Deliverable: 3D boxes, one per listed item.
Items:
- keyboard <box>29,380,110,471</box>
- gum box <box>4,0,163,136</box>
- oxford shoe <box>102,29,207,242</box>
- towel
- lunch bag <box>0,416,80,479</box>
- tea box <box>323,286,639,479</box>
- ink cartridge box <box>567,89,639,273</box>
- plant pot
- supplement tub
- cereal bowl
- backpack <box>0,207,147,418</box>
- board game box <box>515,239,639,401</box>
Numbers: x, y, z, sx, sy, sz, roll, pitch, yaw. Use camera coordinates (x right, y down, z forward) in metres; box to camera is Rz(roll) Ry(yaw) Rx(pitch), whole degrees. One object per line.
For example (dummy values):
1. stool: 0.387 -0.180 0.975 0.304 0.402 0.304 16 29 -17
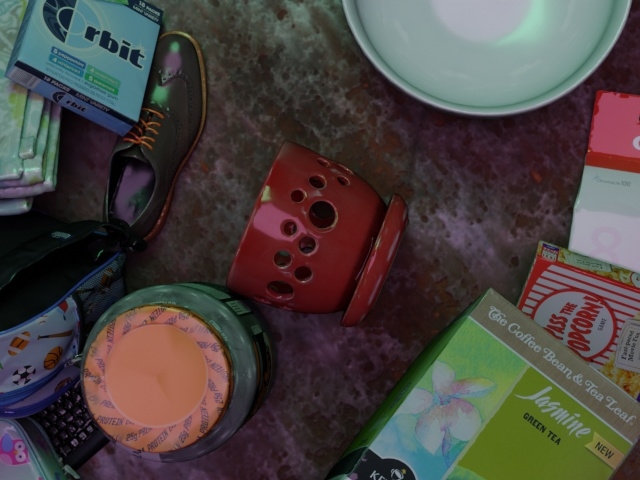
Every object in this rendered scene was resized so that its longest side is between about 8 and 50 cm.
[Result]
1. keyboard: -0.352 0.298 1.679 0.317 0.033 0.201 -41 87 3
2. gum box: -0.275 -0.234 1.597 0.157 0.041 0.184 27 50 -26
3. oxford shoe: -0.201 -0.126 1.643 0.097 0.098 0.271 12 90 4
4. towel: -0.486 -0.173 1.612 0.375 0.090 0.320 -1 57 3
5. lunch bag: -0.420 0.339 1.614 0.279 0.108 0.224 -30 77 2
6. tea box: 0.141 0.262 1.462 0.220 0.329 0.323 37 76 4
7. ink cartridge box: 0.399 -0.051 1.604 0.189 0.066 0.232 9 99 11
8. plant pot: 0.000 0.000 1.582 0.174 0.191 0.191 23 90 2
9. supplement tub: -0.157 0.144 1.525 0.194 0.316 0.193 0 89 4
10. cereal bowl: 0.192 -0.304 1.598 0.339 0.141 0.338 0 88 4
11. backpack: -0.378 0.079 1.554 0.277 0.263 0.213 12 116 24
12. board game box: 0.325 0.098 1.596 0.194 0.045 0.146 18 121 5
